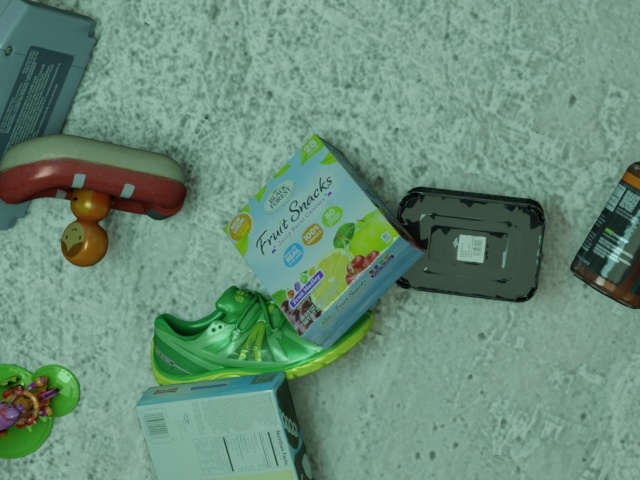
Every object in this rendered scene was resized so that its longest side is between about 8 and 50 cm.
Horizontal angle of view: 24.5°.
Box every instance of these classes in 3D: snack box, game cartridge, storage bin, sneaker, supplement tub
[{"bbox_3d":[-0.099,0.329,1.864,0.187,0.060,0.322,-8,108,18],"label":"snack box"},{"bbox_3d":[-0.394,-0.155,1.832,0.062,0.198,0.297,29,100,26],"label":"game cartridge"},{"bbox_3d":[0.000,0.000,1.812,0.174,0.070,0.207,-46,51,10],"label":"snack box"},{"bbox_3d":[0.184,0.004,1.832,0.180,0.084,0.122,7,97,8],"label":"storage bin"},{"bbox_3d":[-0.080,0.116,1.867,0.295,0.109,0.123,-11,99,9],"label":"sneaker"},{"bbox_3d":[0.394,-0.022,1.790,0.106,0.106,0.198,30,100,3],"label":"supplement tub"}]

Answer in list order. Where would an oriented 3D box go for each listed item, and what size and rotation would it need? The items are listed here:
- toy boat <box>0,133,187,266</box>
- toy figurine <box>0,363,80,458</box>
[{"bbox_3d":[-0.287,-0.042,1.824,0.231,0.151,0.151,11,81,-18],"label":"toy boat"},{"bbox_3d":[-0.410,0.230,1.899,0.173,0.159,0.130,-23,93,9],"label":"toy figurine"}]
